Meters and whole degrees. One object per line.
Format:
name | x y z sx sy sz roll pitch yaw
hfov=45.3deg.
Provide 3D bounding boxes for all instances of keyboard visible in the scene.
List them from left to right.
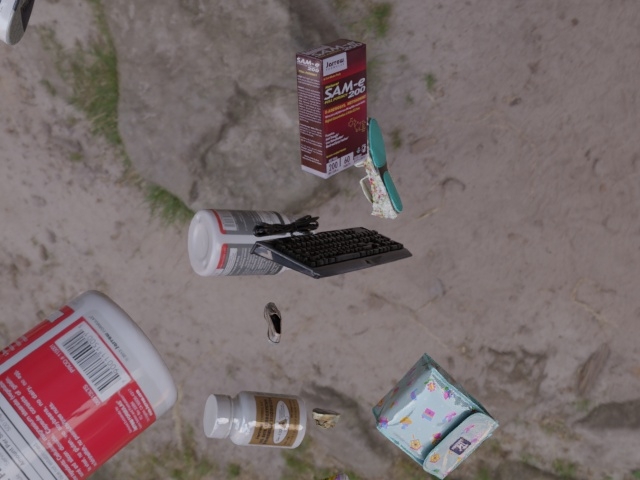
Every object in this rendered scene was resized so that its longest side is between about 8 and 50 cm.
keyboard | 0.000 0.000 1.192 0.201 0.317 0.033 20 103 27

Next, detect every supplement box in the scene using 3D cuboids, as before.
supplement box | 0.025 -0.257 1.494 0.073 0.130 0.240 24 130 38

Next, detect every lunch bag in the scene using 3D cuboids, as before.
lunch bag | 0.299 0.464 1.974 0.262 0.160 0.223 43 95 -5

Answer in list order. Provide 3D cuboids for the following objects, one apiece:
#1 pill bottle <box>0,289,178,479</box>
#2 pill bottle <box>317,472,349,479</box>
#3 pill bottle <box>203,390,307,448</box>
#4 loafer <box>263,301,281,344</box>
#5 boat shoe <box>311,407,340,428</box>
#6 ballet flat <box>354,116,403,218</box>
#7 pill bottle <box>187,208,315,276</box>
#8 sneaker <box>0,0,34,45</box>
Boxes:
pill bottle | -0.431 0.274 1.119 0.229 0.407 0.229 40 153 25
pill bottle | 0.005 0.390 1.182 0.083 0.043 0.043 -20 107 8
pill bottle | -0.160 0.433 1.864 0.229 0.131 0.131 10 132 -24
loafer | -0.112 0.199 1.900 0.045 0.125 0.039 13 132 -23
boat shoe | 0.013 0.446 1.911 0.050 0.135 0.045 15 82 28
ballet flat | 0.120 -0.160 1.770 0.077 0.091 0.241 -13 98 30
pill bottle | -0.165 0.006 1.876 0.161 0.283 0.161 -2 87 57
sneaker | -0.488 -0.424 1.130 0.163 0.086 0.226 23 87 1
